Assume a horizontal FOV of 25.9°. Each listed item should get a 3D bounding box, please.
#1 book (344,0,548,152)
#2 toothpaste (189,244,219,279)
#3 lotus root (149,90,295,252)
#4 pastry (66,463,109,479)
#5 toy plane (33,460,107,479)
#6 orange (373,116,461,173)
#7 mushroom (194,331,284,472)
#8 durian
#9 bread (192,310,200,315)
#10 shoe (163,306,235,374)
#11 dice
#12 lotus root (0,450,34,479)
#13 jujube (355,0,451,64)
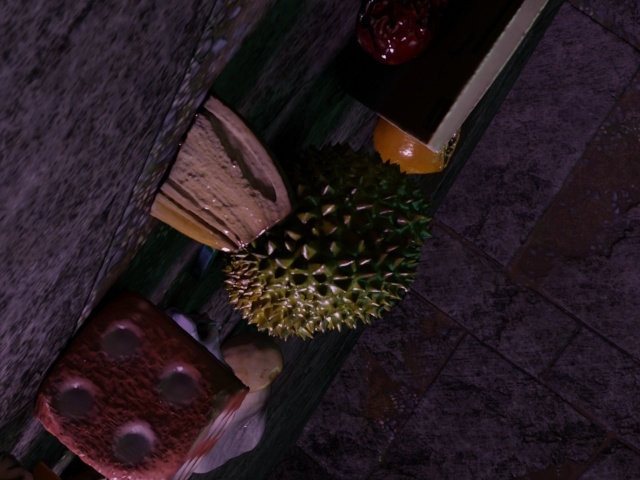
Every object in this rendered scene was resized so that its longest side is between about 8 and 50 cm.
[{"bbox_3d":[0.152,-0.253,1.670,0.269,0.032,0.389,-56,-161,4],"label":"book"},{"bbox_3d":[-0.136,0.011,1.717,0.083,0.017,0.020,-60,168,28],"label":"toothpaste"},{"bbox_3d":[-0.093,-0.059,1.401,0.159,0.135,0.095,-45,179,32],"label":"lotus root"},{"bbox_3d":[-0.316,0.379,1.874,0.218,0.100,0.229,-47,174,-22],"label":"pastry"},{"bbox_3d":[-0.377,0.415,1.667,0.316,0.103,0.204,-58,171,19],"label":"toy plane"},{"bbox_3d":[0.158,-0.173,2.216,0.155,0.134,0.155,-51,178,-3],"label":"orange"},{"bbox_3d":[-0.144,0.275,2.332,0.159,0.122,0.329,-60,175,-34],"label":"mushroom"},{"bbox_3d":[-0.002,-0.002,1.742,0.291,0.225,0.291,-26,-151,16],"label":"durian"},{"bbox_3d":[-0.180,0.136,1.891,0.083,0.036,0.047,-51,173,-11],"label":"bread"},{"bbox_3d":[-0.166,0.148,1.774,0.138,0.095,0.245,-55,158,10],"label":"shoe"},{"bbox_3d":[-0.189,0.172,1.520,0.174,0.179,0.175,-54,169,-6],"label":"dice"},{"bbox_3d":[-0.362,0.311,1.462,0.143,0.070,0.144,-45,167,-46],"label":"lotus root"},{"bbox_3d":[0.108,-0.283,1.633,0.166,0.104,0.104,-55,171,4],"label":"jujube"}]
